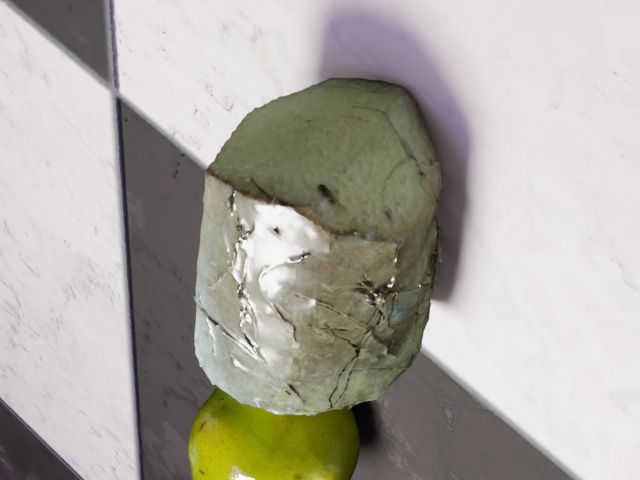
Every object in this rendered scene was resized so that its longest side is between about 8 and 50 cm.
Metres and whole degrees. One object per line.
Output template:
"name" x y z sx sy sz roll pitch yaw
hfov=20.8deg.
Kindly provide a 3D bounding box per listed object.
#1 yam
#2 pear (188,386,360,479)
"yam" 0.003 0.003 1.438 0.201 0.202 0.271 16 139 17
"pear" -0.061 0.196 1.781 0.166 0.180 0.216 32 -169 -46
